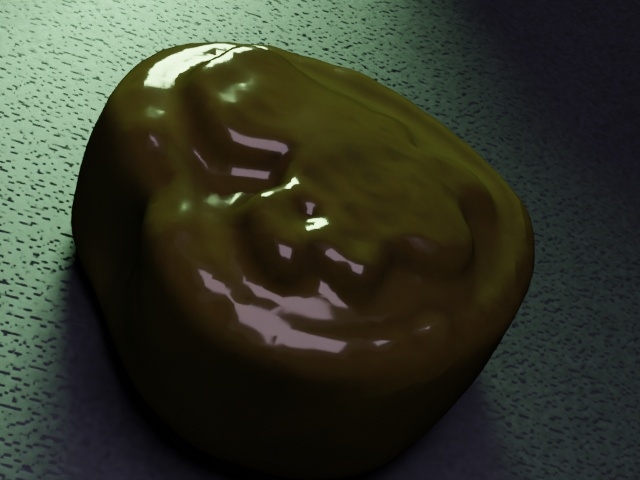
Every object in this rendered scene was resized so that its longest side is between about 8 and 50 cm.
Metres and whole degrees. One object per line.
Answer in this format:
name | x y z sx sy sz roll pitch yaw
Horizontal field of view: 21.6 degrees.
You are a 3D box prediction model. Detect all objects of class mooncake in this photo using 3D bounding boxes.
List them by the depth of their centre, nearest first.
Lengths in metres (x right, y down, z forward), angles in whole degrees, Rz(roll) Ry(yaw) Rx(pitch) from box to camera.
mooncake | 0.000 0.000 0.831 0.235 0.117 0.235 14 39 -12
